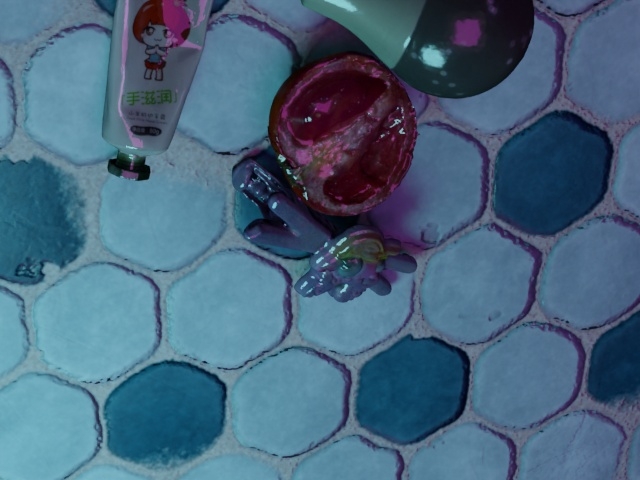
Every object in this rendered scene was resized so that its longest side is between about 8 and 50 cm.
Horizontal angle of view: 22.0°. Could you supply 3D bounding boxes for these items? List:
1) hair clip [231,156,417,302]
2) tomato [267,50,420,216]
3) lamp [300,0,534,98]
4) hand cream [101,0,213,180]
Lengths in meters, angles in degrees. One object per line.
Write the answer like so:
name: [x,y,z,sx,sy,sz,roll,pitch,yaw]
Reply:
hair clip: [0.000,0.007,2.017,0.278,0.090,0.137,33,114,-29]
tomato: [0.018,-0.134,1.935,0.173,0.099,0.189,-34,117,-10]
lamp: [0.093,-0.284,1.865,0.314,0.182,0.182,30,110,6]
hand cream: [-0.183,-0.231,1.853,0.121,0.076,0.336,7,110,-21]
